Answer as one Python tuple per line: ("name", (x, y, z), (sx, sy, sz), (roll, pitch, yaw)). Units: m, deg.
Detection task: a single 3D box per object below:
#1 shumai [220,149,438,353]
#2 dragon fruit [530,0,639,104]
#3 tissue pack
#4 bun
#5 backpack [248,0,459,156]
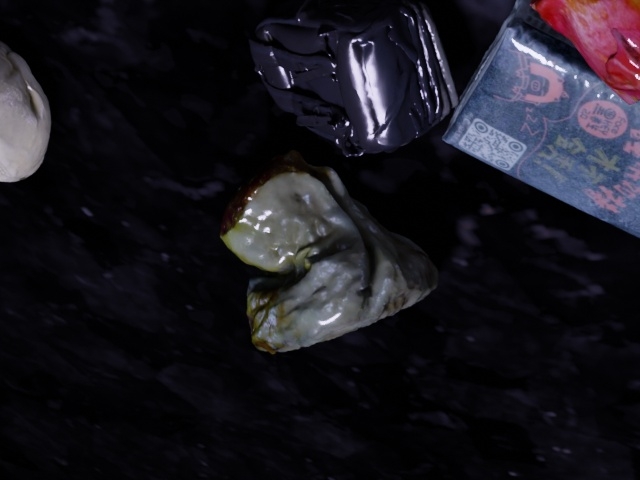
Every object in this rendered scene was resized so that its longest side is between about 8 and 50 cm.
("shumai", (0.000, 0.000, 1.769), (0.309, 0.304, 0.263), (-22, 91, 50))
("dragon fruit", (0.280, -0.306, 0.962), (0.249, 0.386, 0.371), (37, 164, 1))
("tissue pack", (0.317, -0.125, 1.418), (0.315, 0.103, 0.228), (26, 149, -1))
("bun", (-0.487, -0.208, 1.772), (0.259, 0.160, 0.259), (28, 162, 10))
("backpack", (0.020, -0.198, 1.469), (0.258, 0.133, 0.206), (17, 134, 48))
